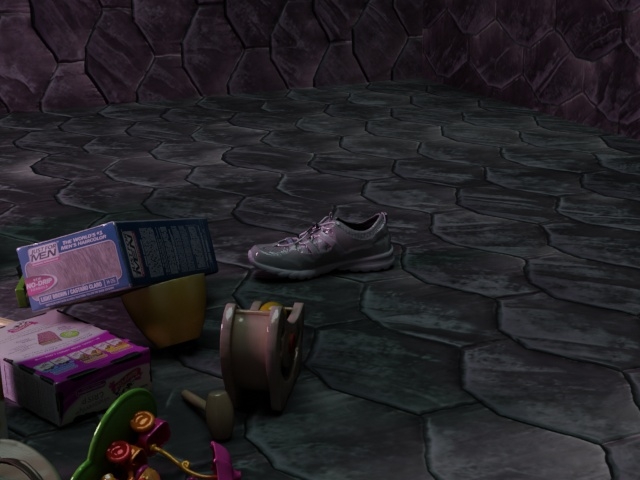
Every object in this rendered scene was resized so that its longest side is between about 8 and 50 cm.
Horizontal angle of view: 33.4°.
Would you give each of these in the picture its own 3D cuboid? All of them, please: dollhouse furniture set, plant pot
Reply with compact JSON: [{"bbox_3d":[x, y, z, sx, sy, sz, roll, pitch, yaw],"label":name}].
[{"bbox_3d":[-0.447,0.078,1.855,0.152,0.076,0.058,-3,30,0],"label":"dollhouse furniture set"},{"bbox_3d":[-0.233,0.114,1.653,0.134,0.095,0.134,-15,-3,-1],"label":"plant pot"}]

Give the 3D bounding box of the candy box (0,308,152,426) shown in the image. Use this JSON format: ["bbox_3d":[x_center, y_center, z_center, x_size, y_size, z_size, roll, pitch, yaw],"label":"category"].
[{"bbox_3d":[-0.375,0.177,1.529,0.233,0.071,0.159,16,24,41],"label":"candy box"}]

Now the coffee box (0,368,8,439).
[{"bbox_3d":[-0.472,0.138,1.367,0.098,0.246,0.141,-10,20,-26],"label":"coffee box"}]

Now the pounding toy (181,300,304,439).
[{"bbox_3d":[-0.117,0.148,1.477,0.155,0.154,0.269,3,18,9],"label":"pounding toy"}]

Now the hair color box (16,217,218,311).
[{"bbox_3d":[-0.314,0.034,1.720,0.174,0.105,0.347,-15,-3,17],"label":"hair color box"}]

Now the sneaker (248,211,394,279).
[{"bbox_3d":[0.000,0.000,1.997,0.281,0.115,0.105,-6,19,-17],"label":"sneaker"}]

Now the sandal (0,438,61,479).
[{"bbox_3d":[-0.336,0.287,1.157,0.120,0.086,0.303,-6,19,-17],"label":"sandal"}]

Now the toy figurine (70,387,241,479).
[{"bbox_3d":[-0.175,0.269,1.207,0.159,0.130,0.173,18,46,23],"label":"toy figurine"}]

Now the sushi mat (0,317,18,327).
[{"bbox_3d":[-0.596,0.143,1.733,0.317,0.019,0.151,10,22,30],"label":"sushi mat"}]
